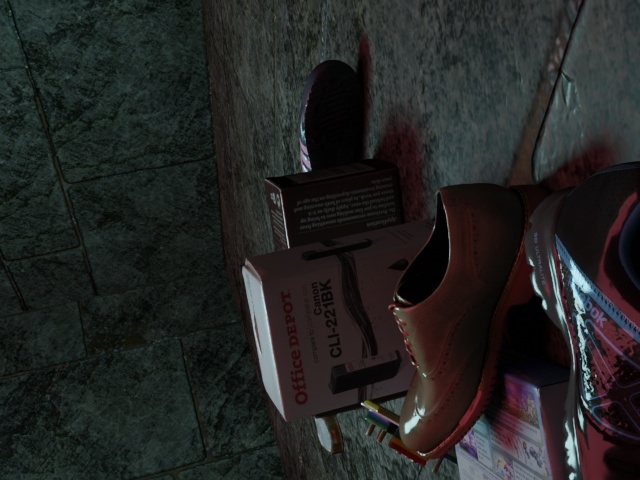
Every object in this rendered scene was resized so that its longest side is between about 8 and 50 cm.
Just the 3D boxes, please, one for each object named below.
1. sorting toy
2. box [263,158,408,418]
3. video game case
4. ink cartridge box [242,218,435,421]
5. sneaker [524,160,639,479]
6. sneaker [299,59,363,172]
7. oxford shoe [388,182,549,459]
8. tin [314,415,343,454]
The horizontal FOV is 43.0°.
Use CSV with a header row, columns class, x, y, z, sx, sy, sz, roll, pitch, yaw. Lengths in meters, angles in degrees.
class,x,y,z,sx,sy,sz,roll,pitch,yaw
sorting toy,0.127,0.282,1.146,0.132,0.046,0.274,21,168,47
box,0.039,0.073,1.311,0.143,0.191,0.381,-143,44,-72
video game case,0.227,0.249,0.926,0.269,0.061,0.244,-169,67,-77
ink cartridge box,0.052,0.100,1.075,0.114,0.273,0.197,-139,39,-70
sneaker,0.244,0.109,0.576,0.139,0.125,0.340,133,122,-69
sneaker,0.002,-0.187,1.403,0.319,0.112,0.131,91,159,-43
oxford shoe,0.126,0.088,0.871,0.123,0.130,0.348,-108,29,-61
tin,0.020,0.509,2.173,0.190,0.040,0.106,164,98,-78
